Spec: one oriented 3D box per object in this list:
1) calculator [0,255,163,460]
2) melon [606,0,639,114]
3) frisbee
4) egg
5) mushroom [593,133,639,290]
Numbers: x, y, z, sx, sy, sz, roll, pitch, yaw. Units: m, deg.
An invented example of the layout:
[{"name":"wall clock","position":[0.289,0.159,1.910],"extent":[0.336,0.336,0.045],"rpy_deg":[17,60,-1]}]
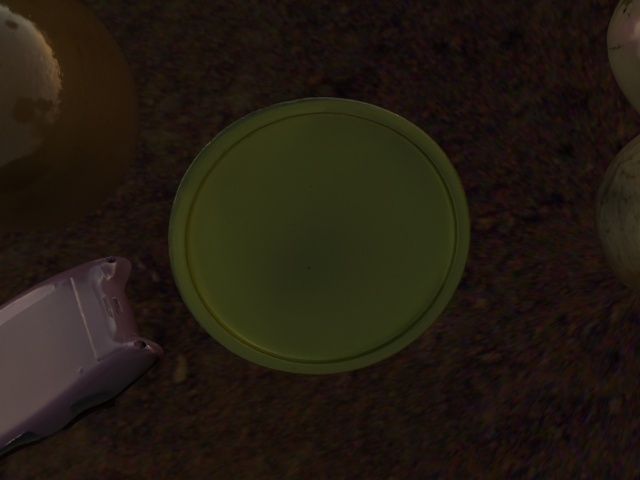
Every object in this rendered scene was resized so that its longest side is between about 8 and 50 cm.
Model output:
[{"name":"calculator","position":[-0.319,0.136,1.229],"extent":[0.294,0.043,0.194],"rpy_deg":[-31,51,3]},{"name":"melon","position":[0.463,-0.185,1.229],"extent":[0.316,0.223,0.223],"rpy_deg":[26,97,-9]},{"name":"frisbee","position":[0.000,0.000,0.889],"extent":[0.235,0.017,0.236],"rpy_deg":[-2,113,-5]},{"name":"egg","position":[-0.373,-0.162,1.389],"extent":[0.301,0.374,0.301],"rpy_deg":[-2,80,10]},{"name":"mushroom","position":[0.301,-0.001,0.865],"extent":[0.188,0.253,0.195],"rpy_deg":[10,92,20]}]
